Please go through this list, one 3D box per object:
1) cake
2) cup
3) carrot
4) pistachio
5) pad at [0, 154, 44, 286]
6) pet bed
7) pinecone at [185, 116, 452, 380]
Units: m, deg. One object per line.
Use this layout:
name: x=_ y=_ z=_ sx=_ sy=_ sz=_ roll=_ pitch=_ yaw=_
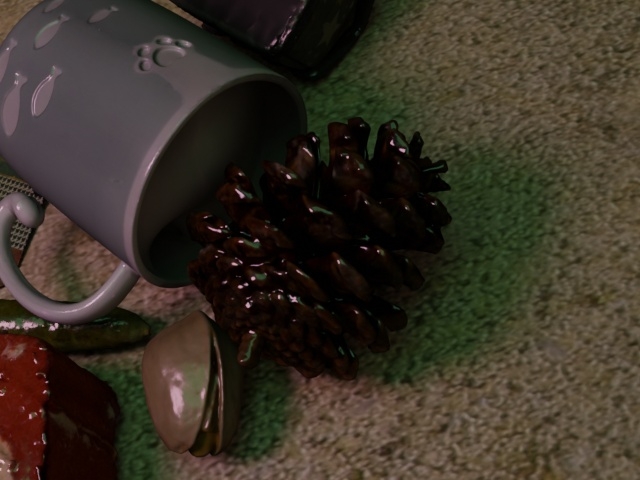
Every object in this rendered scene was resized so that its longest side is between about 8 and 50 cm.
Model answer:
cake: x=-0.309 y=0.232 z=1.123 sx=0.177 sy=0.151 sz=0.282 roll=-17 pitch=59 yaw=15
cup: x=-0.228 y=-0.086 z=1.229 sx=0.274 sy=0.259 sz=0.356 roll=35 pitch=86 yaw=26
carrot: x=-0.360 y=0.094 z=1.253 sx=0.359 sy=0.074 sz=0.074 roll=3 pitch=62 yaw=9
pistachio: x=-0.125 y=0.148 z=1.153 sx=0.113 sy=0.113 sz=0.149 roll=-17 pitch=59 yaw=1
pad: x=-0.476 y=-0.105 z=1.311 sx=0.323 sy=0.055 sz=0.249 roll=25 pitch=68 yaw=-22
pet bed: x=-0.054 y=-0.313 z=1.375 sx=0.211 sy=0.159 sz=0.183 roll=30 pitch=97 yaw=25
pinecone: x=0.000 y=0.000 z=1.141 sx=0.244 sy=0.244 sz=0.309 roll=34 pitch=63 yaw=25
